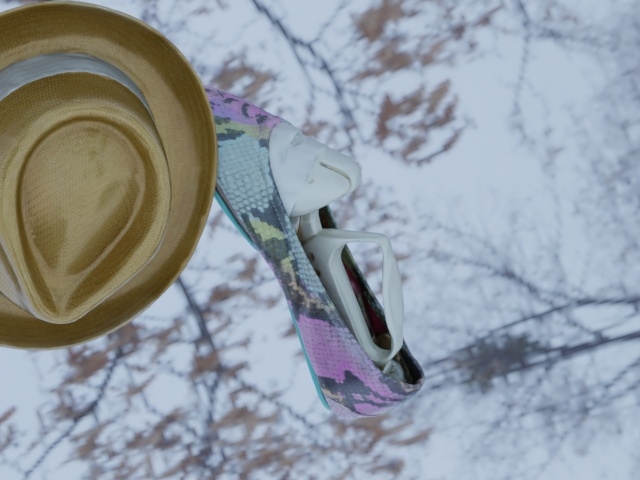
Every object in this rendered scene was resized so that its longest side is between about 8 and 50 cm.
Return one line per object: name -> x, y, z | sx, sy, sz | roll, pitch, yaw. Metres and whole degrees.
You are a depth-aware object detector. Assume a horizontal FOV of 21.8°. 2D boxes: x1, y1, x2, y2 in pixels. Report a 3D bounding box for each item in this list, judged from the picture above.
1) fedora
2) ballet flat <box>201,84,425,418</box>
fedora -> -0.131, -0.023, 0.856 | 0.194, 0.079, 0.194 | -7, -68, -18
ballet flat -> 0.000, 0.000, 0.958 | 0.221, 0.079, 0.077 | 64, -150, -11
